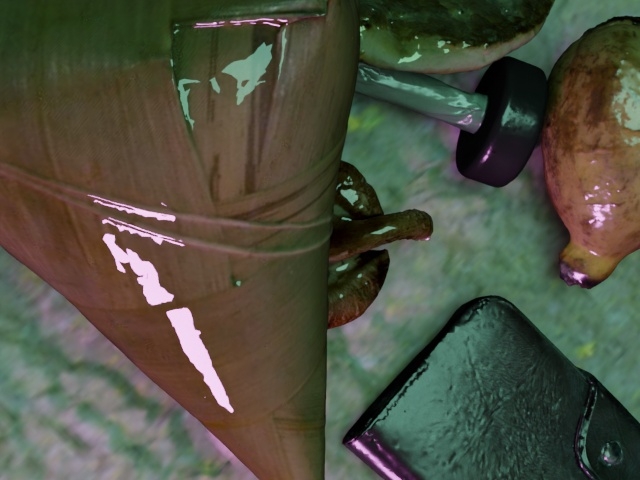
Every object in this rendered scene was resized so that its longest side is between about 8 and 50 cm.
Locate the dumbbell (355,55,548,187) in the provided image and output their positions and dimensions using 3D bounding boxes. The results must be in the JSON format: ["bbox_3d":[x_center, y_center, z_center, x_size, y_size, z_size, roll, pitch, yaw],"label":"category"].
[{"bbox_3d":[0.066,-0.113,0.927,0.191,0.100,0.100,19,82,-11],"label":"dumbbell"}]

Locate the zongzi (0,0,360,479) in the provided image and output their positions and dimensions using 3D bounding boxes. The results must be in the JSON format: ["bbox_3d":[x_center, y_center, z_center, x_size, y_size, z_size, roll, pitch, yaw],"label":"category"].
[{"bbox_3d":[-0.194,-0.012,0.818,0.447,0.181,0.418,4,108,14],"label":"zongzi"}]

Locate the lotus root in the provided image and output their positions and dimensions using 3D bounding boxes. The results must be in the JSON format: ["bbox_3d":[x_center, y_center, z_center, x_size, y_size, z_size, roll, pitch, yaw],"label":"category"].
[{"bbox_3d":[0.229,-0.068,0.947,0.138,0.138,0.214,5,100,-12],"label":"lotus root"}]

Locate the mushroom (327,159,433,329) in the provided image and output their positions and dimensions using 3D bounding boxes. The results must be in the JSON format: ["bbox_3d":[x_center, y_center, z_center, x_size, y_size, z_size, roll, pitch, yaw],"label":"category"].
[{"bbox_3d":[0.000,0.000,0.912,0.170,0.080,0.135,-6,95,-4],"label":"mushroom"}]

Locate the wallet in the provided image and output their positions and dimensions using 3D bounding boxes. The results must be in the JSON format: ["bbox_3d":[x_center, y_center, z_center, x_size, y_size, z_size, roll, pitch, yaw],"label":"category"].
[{"bbox_3d":[0.186,0.198,0.958,0.318,0.045,0.172,44,80,-7],"label":"wallet"}]

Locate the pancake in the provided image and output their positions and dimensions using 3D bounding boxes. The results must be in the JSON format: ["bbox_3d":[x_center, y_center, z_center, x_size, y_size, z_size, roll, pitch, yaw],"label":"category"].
[{"bbox_3d":[0.057,-0.212,0.908,0.253,0.037,0.253,11,51,-14],"label":"pancake"}]
